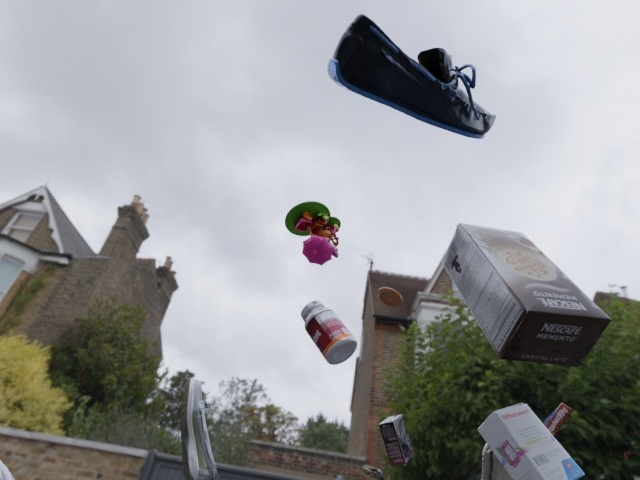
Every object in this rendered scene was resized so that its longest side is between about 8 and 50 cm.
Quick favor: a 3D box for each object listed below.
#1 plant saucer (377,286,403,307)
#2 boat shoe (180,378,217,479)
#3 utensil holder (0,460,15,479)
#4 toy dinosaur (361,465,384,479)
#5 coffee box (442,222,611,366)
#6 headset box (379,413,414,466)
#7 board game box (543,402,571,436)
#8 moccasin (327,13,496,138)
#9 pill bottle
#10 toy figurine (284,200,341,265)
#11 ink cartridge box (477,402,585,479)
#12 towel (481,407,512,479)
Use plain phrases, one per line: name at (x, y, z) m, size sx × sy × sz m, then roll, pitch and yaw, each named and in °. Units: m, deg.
plant saucer at (0.217, 0.180, 1.287) m, size 0.084 × 0.013 × 0.083 m, roll 23°, pitch -41°, yaw 22°
boat shoe at (-0.413, 0.633, 1.392) m, size 0.103 × 0.320 × 0.118 m, roll 4°, pitch -32°, yaw -29°
utensil holder at (-0.344, 0.321, 0.170) m, size 0.328 × 0.327 × 0.386 m, roll 39°, pitch -6°, yaw -32°
toy dinosaur at (0.174, 0.740, 1.115) m, size 0.064 × 0.118 × 0.268 m, roll -9°, pitch -64°, yaw 45°
coffee box at (0.322, 0.078, 0.685) m, size 0.141 × 0.246 × 0.098 m, roll 7°, pitch -59°, yaw -11°
headset box at (0.146, 0.382, 0.780) m, size 0.032 × 0.083 × 0.062 m, roll -25°, pitch -19°, yaw 23°
board game box at (0.557, 0.491, 1.027) m, size 0.027 × 0.145 × 0.281 m, roll 34°, pitch -11°, yaw 34°
moccasin at (0.181, -0.257, 0.674) m, size 0.342 × 0.137 × 0.116 m, roll 7°, pitch -63°, yaw -34°
pill bottle at (0.015, 0.219, 0.998) m, size 0.086 × 0.152 × 0.086 m, roll -20°, pitch -47°, yaw -23°
toy figurine at (0.000, 0.000, 1.099) m, size 0.173 × 0.159 × 0.130 m, roll 17°, pitch -52°, yaw -33°
ink cartridge box at (0.323, 0.325, 0.638) m, size 0.089 × 0.122 × 0.052 m, roll 2°, pitch -53°, yaw -31°
towel at (0.475, 0.604, 1.099) m, size 0.049 × 0.187 × 0.281 m, roll 11°, pitch -65°, yaw 38°
